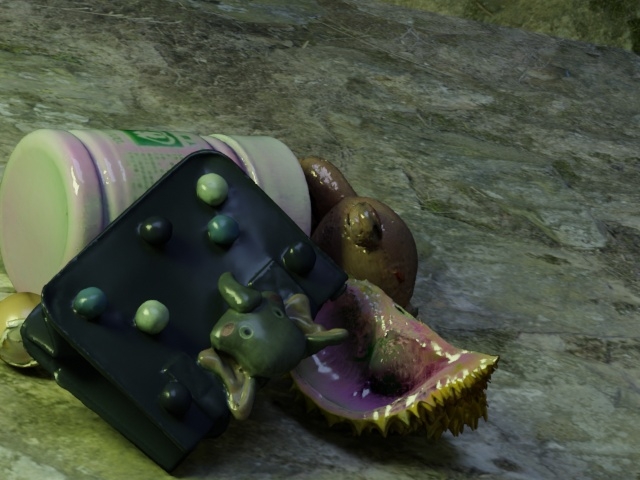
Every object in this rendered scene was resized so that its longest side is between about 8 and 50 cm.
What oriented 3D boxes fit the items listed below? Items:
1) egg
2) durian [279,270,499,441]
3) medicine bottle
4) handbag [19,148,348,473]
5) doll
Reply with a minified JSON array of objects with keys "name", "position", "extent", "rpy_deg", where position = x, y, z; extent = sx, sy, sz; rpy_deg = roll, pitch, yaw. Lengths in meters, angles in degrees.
[{"name":"egg","position":[-0.319,0.093,1.991],"extent":[0.080,0.080,0.096],"rpy_deg":[10,24,-15]},{"name":"durian","position":[0.055,0.150,2.061],"extent":[0.186,0.154,0.260],"rpy_deg":[-18,37,-20]},{"name":"medicine bottle","position":[-0.197,-0.026,2.188],"extent":[0.325,0.212,0.212],"rpy_deg":[0,27,-37]},{"name":"handbag","position":[-0.123,0.074,1.945],"extent":[0.269,0.118,0.325],"rpy_deg":[41,50,2]},{"name":"doll","position":[0.000,0.000,2.375],"extent":[0.156,0.201,0.303],"rpy_deg":[-36,37,-16]}]
